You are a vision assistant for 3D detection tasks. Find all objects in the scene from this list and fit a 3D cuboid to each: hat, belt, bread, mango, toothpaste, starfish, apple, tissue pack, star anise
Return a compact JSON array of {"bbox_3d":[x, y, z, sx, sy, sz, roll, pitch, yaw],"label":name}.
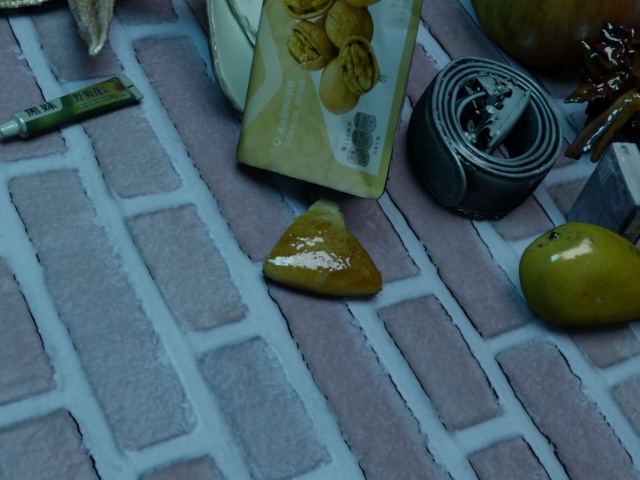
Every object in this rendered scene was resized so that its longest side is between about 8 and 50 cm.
[{"bbox_3d":[-0.054,-0.291,1.460,0.258,0.168,0.301,3,77,-10],"label":"hat"},{"bbox_3d":[0.228,-0.144,1.442,0.206,0.116,0.267,27,46,-4],"label":"belt"},{"bbox_3d":[-0.012,0.015,1.271,0.136,0.054,0.154,-18,58,-27],"label":"bread"},{"bbox_3d":[0.345,0.051,1.331,0.195,0.137,0.098,22,12,-23],"label":"mango"},{"bbox_3d":[-0.319,-0.168,1.318,0.204,0.031,0.049,-27,66,-38],"label":"toothpaste"},{"bbox_3d":[-0.302,-0.404,1.403,0.398,0.132,0.384,-36,39,-26],"label":"starfish"},{"bbox_3d":[0.384,-0.421,1.623,0.301,0.301,0.301,10,50,-12],"label":"apple"},{"bbox_3d":[0.390,-0.041,1.393,0.051,0.156,0.112,1,53,-14],"label":"tissue pack"},{"bbox_3d":[0.444,-0.199,1.503,0.346,0.148,0.237,-33,114,-41],"label":"star anise"}]

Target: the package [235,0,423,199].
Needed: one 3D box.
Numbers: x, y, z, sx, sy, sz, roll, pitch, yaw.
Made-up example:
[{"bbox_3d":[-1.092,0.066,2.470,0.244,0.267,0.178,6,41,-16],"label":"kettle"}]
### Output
[{"bbox_3d":[0.039,-0.229,1.326,0.221,0.311,0.165,17,14,22],"label":"package"}]
